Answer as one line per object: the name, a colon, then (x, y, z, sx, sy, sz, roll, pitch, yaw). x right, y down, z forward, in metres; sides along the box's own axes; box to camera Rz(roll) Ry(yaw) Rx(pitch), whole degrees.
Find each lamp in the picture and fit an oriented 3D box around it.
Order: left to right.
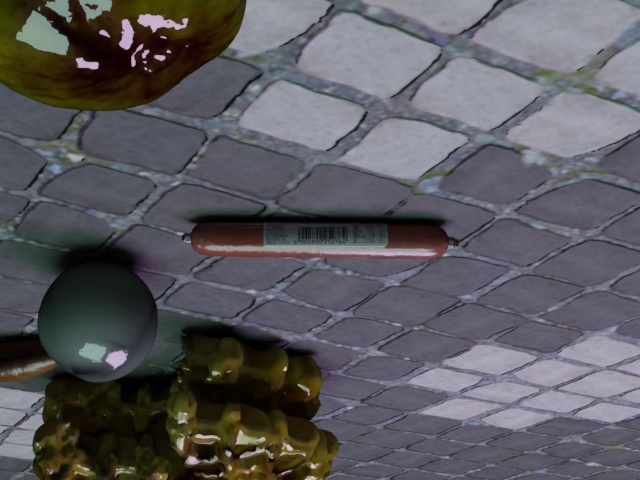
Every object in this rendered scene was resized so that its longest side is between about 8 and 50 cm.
lamp: (-0.192, 0.070, 0.937, 0.105, 0.105, 0.105, 0, 155, 0)

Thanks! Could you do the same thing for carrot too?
carrot: (-0.328, 0.128, 1.129, 0.139, 0.048, 0.048, -6, 154, 10)

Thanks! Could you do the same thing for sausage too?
sausage: (0.000, 0.000, 0.871, 0.223, 0.029, 0.029, 1, 155, -1)

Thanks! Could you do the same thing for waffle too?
waffle: (-0.150, 0.213, 1.197, 0.324, 0.151, 0.261, -18, 146, 36)

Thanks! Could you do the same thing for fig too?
fig: (-0.109, -0.122, 0.510, 0.153, 0.120, 0.136, 12, 148, -21)
